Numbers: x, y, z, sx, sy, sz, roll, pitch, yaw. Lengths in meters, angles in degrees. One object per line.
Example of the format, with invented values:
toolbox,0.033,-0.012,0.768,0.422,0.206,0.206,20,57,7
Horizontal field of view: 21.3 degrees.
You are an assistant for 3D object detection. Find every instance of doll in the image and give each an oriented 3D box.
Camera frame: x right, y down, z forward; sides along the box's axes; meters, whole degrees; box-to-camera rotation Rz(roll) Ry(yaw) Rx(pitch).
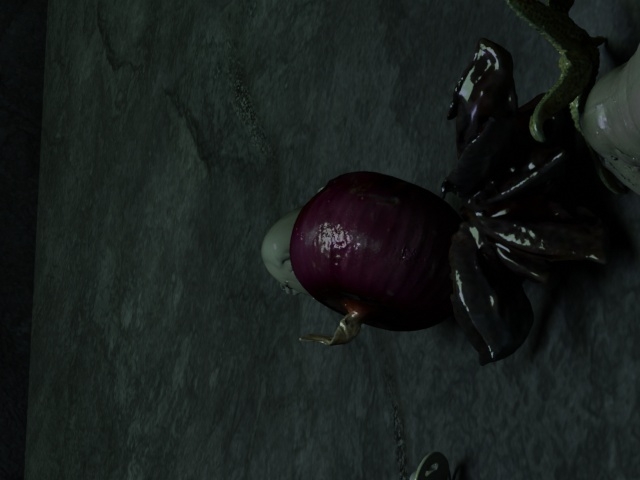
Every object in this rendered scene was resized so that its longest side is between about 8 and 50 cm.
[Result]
doll,0.256,-0.108,1.208,0.192,0.095,0.149,133,143,-61

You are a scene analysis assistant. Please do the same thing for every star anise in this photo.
star anise,0.154,-0.023,1.397,0.212,0.129,0.282,-109,23,-73

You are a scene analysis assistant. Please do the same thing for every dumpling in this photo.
dumpling,0.000,0.000,1.854,0.127,0.108,0.188,-59,1,-13

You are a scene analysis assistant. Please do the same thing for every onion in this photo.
onion,0.058,0.016,1.573,0.177,0.177,0.153,124,151,-50

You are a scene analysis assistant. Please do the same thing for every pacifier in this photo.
pacifier,0.113,0.231,1.532,0.064,0.068,0.083,10,112,37

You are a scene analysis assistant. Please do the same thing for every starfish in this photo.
starfish,0.194,-0.131,1.317,0.217,0.050,0.223,67,-150,-24
